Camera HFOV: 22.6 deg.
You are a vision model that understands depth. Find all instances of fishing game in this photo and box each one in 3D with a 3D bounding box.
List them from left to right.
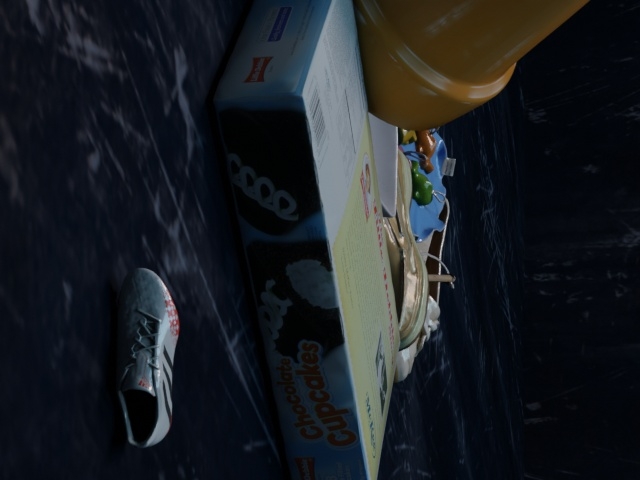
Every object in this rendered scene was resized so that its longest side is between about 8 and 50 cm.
[{"bbox_3d":[0.087,-0.089,1.452,0.189,0.041,0.264,7,73,-66],"label":"fishing game"}]

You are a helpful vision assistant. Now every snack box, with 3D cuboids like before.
[{"bbox_3d":[0.000,0.000,1.068,0.187,0.060,0.322,-75,159,-55],"label":"snack box"}]

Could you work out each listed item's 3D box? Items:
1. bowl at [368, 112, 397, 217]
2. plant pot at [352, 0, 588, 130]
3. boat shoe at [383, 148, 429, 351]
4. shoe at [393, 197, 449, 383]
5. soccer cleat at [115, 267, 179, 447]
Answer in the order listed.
[{"bbox_3d":[0.023,-0.095,1.224,0.142,0.053,0.142,53,37,-71],"label":"bowl"},{"bbox_3d":[0.108,-0.205,1.126,0.205,0.188,0.205,25,54,-39],"label":"plant pot"},{"bbox_3d":[0.041,-0.004,1.298,0.072,0.068,0.190,46,32,-55],"label":"boat shoe"},{"bbox_3d":[0.085,0.038,1.490,0.076,0.058,0.219,75,17,-46],"label":"shoe"},{"bbox_3d":[-0.081,0.055,0.735,0.035,0.029,0.083,-49,140,-80],"label":"soccer cleat"}]
